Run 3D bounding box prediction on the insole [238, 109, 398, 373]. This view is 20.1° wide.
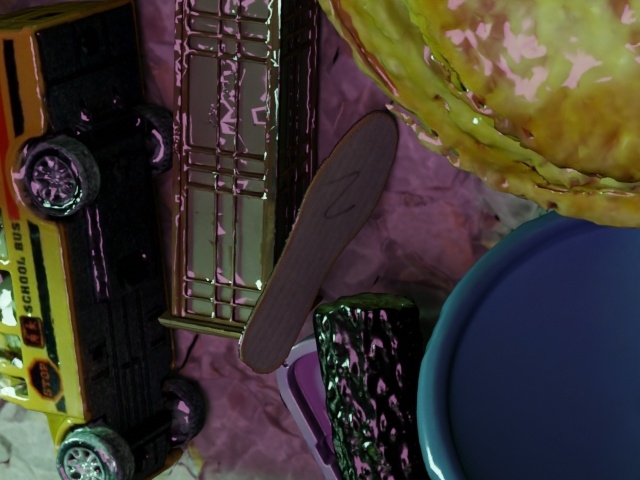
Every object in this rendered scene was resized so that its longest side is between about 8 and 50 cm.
[{"bbox_3d":[0.000,0.000,1.155,0.004,0.064,0.188,22,82,45],"label":"insole"}]

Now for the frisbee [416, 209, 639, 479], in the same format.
[{"bbox_3d":[0.201,0.098,1.061,0.289,0.289,0.049,15,151,16],"label":"frisbee"}]

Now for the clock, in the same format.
[{"bbox_3d":[0.047,0.120,1.218,0.110,0.050,0.153,-24,98,26],"label":"clock"}]

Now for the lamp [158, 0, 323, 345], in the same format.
[{"bbox_3d":[-0.048,-0.099,1.159,0.089,0.090,0.325,8,110,19],"label":"lamp"}]

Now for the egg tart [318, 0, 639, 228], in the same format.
[{"bbox_3d":[0.180,-0.178,0.955,0.443,0.178,0.443,8,123,12],"label":"egg tart"}]

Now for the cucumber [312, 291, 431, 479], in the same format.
[{"bbox_3d":[0.053,0.172,1.164,0.072,0.072,0.300,-5,106,23],"label":"cucumber"}]

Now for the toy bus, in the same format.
[{"bbox_3d":[-0.168,0.009,1.227,0.123,0.121,0.336,5,110,29],"label":"toy bus"}]

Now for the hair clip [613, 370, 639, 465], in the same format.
[{"bbox_3d":[0.207,0.188,1.124,0.113,0.172,0.282,-38,81,2],"label":"hair clip"}]
